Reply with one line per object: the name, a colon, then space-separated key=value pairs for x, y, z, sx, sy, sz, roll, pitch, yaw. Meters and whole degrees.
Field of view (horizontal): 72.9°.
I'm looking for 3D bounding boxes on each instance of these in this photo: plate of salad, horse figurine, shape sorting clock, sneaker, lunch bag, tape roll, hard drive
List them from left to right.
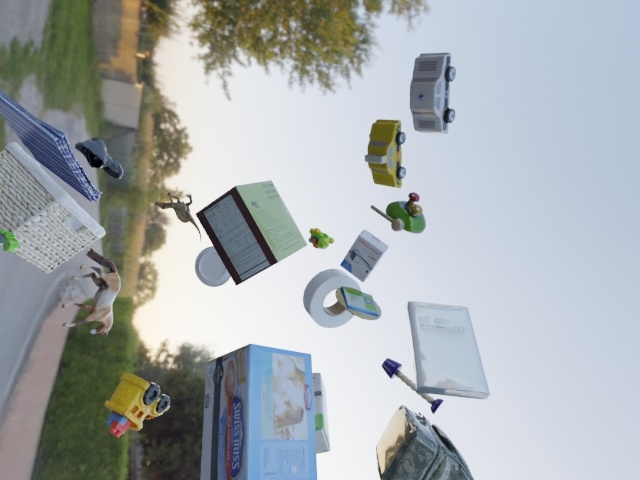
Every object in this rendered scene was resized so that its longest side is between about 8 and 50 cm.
horse figurine: x=-0.677 y=0.162 z=1.312 sx=0.066 sy=0.174 sz=0.263 roll=8 pitch=-97 yaw=30
sneaker: x=-0.635 y=-0.228 z=1.250 sx=0.089 sy=0.051 sz=0.170 roll=-100 pitch=175 yaw=-45
plate of salad: x=-0.514 y=0.126 z=2.104 sx=0.048 sy=0.199 sz=0.200 roll=9 pitch=84 yaw=-80
tape roll: x=0.060 y=0.286 z=2.137 sx=0.100 sy=0.286 sz=0.286 roll=36 pitch=-61 yaw=59
shape sorting clock: x=0.152 y=0.253 z=1.745 sx=0.040 sy=0.206 sz=0.206 roll=-62 pitch=-147 yaw=26
lunch bag: x=0.332 y=0.693 z=1.360 sx=0.213 sy=0.256 sz=0.305 roll=-57 pitch=177 yaw=-4
hard drive: x=0.433 y=0.370 z=1.512 sx=0.353 sy=0.233 sz=0.047 roll=-85 pitch=-178 yaw=-49

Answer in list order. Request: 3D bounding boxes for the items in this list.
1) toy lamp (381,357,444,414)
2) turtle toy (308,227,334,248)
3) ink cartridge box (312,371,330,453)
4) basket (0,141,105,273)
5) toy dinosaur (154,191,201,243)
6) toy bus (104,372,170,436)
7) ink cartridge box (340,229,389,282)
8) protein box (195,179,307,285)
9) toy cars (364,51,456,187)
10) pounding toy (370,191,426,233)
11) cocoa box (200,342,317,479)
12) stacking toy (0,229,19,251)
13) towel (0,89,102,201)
toy lamp: x=0.368 y=0.582 z=1.759 sx=0.274 sy=0.080 sz=0.080 roll=37 pitch=-55 yaw=26
turtle toy: x=0.000 y=0.000 z=1.669 sx=0.066 sy=0.095 sz=0.130 roll=-60 pitch=-161 yaw=-10
ink cartridge box: x=-0.077 y=0.615 z=1.530 sx=0.273 sy=0.198 sz=0.115 roll=-94 pitch=170 yaw=-67
basket: x=-1.035 y=-0.102 z=1.565 sx=0.331 sy=0.266 sz=0.328 roll=38 pitch=-20 yaw=14
toy dinosaur: x=-0.368 y=-0.078 z=1.173 sx=0.183 sy=0.053 sz=0.093 roll=34 pitch=-46 yaw=17
toy bus: x=-0.708 y=0.645 z=1.647 sx=0.220 sy=0.149 sz=0.211 roll=75 pitch=33 yaw=-45
ink cartridge box: x=0.196 y=0.070 z=1.948 sx=0.139 sy=0.082 sz=0.191 roll=36 pitch=-57 yaw=11
protein box: x=-0.166 y=-0.026 z=1.091 sx=0.136 sy=0.200 sz=0.201 roll=-29 pitch=-89 yaw=22
toy cars: x=0.209 y=-0.283 z=1.095 sx=0.176 sy=0.087 sz=0.394 roll=52 pitch=-41 yaw=14
pounding toy: x=0.347 y=-0.125 z=1.740 sx=0.183 sy=0.236 sz=0.110 roll=52 pitch=-50 yaw=32
cocoa box: x=-0.168 y=0.490 z=1.193 sx=0.228 sy=0.231 sz=0.347 roll=-30 pitch=-128 yaw=39
stacking toy: x=-0.676 y=-0.021 z=0.753 sx=0.167 sy=0.221 sz=0.052 roll=14 pitch=95 yaw=-73
towel: x=-0.701 y=-0.242 z=1.116 sx=0.040 sy=0.243 sz=0.336 roll=-53 pitch=177 yaw=-24
